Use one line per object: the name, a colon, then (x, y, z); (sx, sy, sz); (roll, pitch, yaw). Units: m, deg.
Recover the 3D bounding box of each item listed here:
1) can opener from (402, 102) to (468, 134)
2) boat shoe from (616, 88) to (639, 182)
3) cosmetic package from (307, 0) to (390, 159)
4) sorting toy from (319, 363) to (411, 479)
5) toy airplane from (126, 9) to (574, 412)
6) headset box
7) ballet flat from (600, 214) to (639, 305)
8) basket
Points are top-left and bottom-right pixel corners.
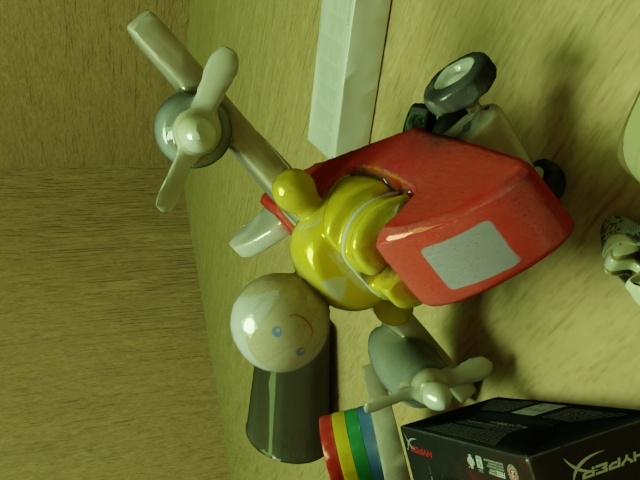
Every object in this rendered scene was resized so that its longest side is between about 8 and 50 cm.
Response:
can opener: (0.130, -0.061, 0.690); (0.073, 0.059, 0.186); (26, 133, 38)
boat shoe: (0.237, -0.131, 0.250); (0.110, 0.122, 0.341); (56, 162, 37)
cosmetic package: (0.038, -0.237, 0.899); (0.099, 0.061, 0.239); (-127, 37, -50)
sorting toy: (0.067, 0.315, 0.686); (0.255, 0.090, 0.257); (-99, -7, -65)
toy airplane: (0.000, 0.000, 0.600); (0.386, 0.272, 0.384); (29, 155, 17)
headset box: (0.179, 0.276, 0.465); (0.218, 0.110, 0.293); (143, 114, -73)
ballet flat: (0.224, 0.021, 0.442); (0.114, 0.041, 0.041); (-113, 27, -45)
basket: (-0.052, 0.251, 1.149); (0.204, 0.154, 0.226); (-144, 56, -65)
